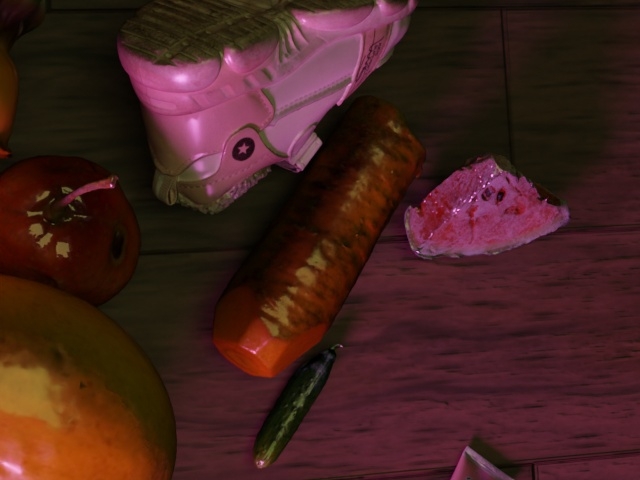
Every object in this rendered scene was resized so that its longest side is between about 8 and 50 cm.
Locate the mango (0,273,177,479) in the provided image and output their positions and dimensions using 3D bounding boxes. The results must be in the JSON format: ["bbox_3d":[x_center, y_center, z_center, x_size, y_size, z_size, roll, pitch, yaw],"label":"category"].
[{"bbox_3d":[-0.351,0.154,1.592,0.445,0.220,0.301,20,118,-15],"label":"mango"}]

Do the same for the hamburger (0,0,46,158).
[{"bbox_3d":[-0.456,-0.219,1.528,0.395,0.396,0.278,3,87,-17],"label":"hamburger"}]

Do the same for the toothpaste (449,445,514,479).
[{"bbox_3d":[0.134,0.317,1.850,0.067,0.043,0.194,36,71,-10],"label":"toothpaste"}]

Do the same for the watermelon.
[{"bbox_3d":[0.179,-0.051,1.849,0.187,0.139,0.071,-11,56,-17],"label":"watermelon"}]

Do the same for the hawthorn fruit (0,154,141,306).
[{"bbox_3d":[-0.243,-0.018,1.624,0.165,0.285,0.165,2,79,-9],"label":"hawthorn fruit"}]

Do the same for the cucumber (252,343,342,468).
[{"bbox_3d":[-0.026,0.168,1.809,0.037,0.037,0.155,36,78,-12],"label":"cucumber"}]

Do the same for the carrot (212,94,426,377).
[{"bbox_3d":[0.000,0.000,1.791,0.114,0.114,0.302,37,75,-12],"label":"carrot"}]

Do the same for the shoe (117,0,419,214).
[{"bbox_3d":[-0.055,-0.168,1.768,0.351,0.172,0.198,-23,131,-35],"label":"shoe"}]
